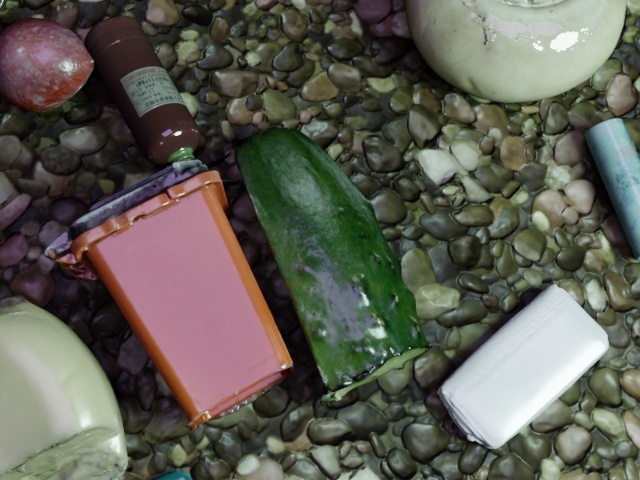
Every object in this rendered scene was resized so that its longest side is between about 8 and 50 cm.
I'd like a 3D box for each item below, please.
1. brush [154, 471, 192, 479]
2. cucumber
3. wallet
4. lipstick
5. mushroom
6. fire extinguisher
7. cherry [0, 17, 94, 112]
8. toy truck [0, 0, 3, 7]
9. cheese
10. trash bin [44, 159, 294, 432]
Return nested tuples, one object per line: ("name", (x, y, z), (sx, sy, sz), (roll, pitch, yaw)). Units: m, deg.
("brush", (-0.215, 0.292, 0.821), (0.193, 0.032, 0.043), (-31, 75, -8))
("cucumber", (0.002, -0.002, 0.879), (0.145, 0.105, 0.325), (-22, 72, -6))
("wallet", (0.214, 0.137, 0.871), (0.190, 0.033, 0.095), (-41, 76, -12))
("lipstick", (0.348, -0.059, 0.924), (0.048, 0.048, 0.158), (-16, 73, -5))
("mushroom", (0.217, -0.282, 0.915), (0.246, 0.202, 0.246), (-2, 63, 3))
("fire extinguisher", (-0.179, -0.152, 0.943), (0.099, 0.071, 0.231), (-22, 73, -36))
("cherry", (-0.364, -0.200, 0.952), (0.226, 0.090, 0.107), (-1, 95, 19))
("toy truck", (-0.466, -0.215, 0.874), (0.124, 0.155, 0.268), (18, 87, 31))
("cheese", (-0.333, 0.191, 0.804), (0.266, 0.127, 0.233), (-27, 78, -6))
("trash bin", (-0.142, 0.064, 0.829), (0.184, 0.161, 0.238), (-27, 79, -8))
